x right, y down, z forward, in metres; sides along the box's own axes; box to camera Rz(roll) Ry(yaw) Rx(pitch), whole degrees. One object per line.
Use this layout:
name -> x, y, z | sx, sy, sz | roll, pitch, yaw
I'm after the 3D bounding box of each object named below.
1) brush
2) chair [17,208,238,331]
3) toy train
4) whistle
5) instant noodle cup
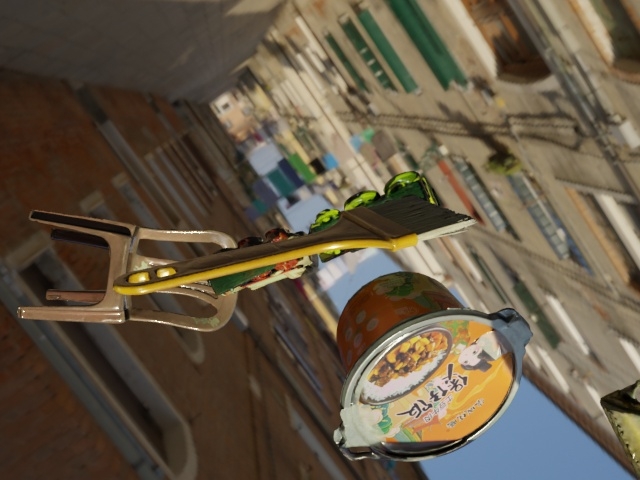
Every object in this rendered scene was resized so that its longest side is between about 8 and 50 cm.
brush -> -0.023, 0.005, 0.658 | 0.272, 0.013, 0.103 | -13, -162, -19
chair -> -0.294, 0.056, 1.388 | 0.326, 0.176, 0.183 | 5, 178, -5
toy train -> 0.000, 0.000, 0.880 | 0.249, 0.053, 0.085 | -22, 161, 11
whistle -> 0.392, 0.300, 0.887 | 0.068, 0.326, 0.057 | -30, 164, 24
instant noodle cup -> 0.091, 0.111, 0.847 | 0.208, 0.178, 0.125 | -24, -147, -3
